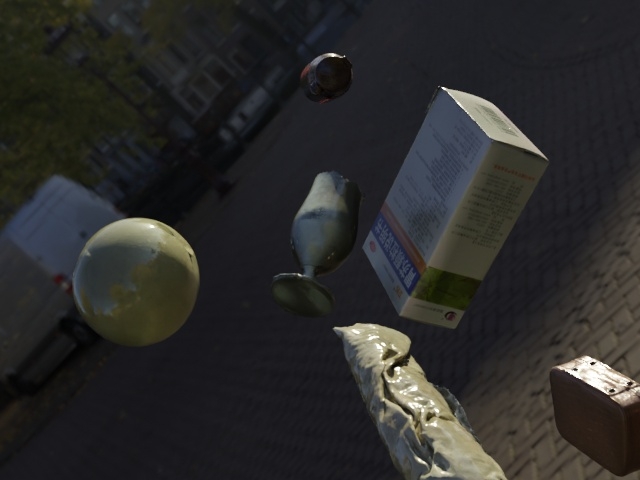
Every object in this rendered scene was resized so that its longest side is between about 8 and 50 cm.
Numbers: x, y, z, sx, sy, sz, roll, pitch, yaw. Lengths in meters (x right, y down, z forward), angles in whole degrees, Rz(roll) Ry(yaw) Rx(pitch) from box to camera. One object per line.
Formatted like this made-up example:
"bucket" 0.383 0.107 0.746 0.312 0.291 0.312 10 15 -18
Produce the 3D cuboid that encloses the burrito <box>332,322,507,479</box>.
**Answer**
"burrito" 0.112 0.196 1.138 0.392 0.117 0.076 -124 46 -63

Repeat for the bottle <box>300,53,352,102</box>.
"bottle" 0.007 -0.197 1.228 0.060 0.060 0.164 -46 8 0

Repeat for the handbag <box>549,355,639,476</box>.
"handbag" 0.438 0.274 1.554 0.072 0.151 0.193 -15 17 -20

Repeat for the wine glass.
"wine glass" 0.000 0.000 1.474 0.103 0.103 0.222 -33 30 45

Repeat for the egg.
"egg" -0.318 0.070 1.744 0.219 0.219 0.269 -46 20 1

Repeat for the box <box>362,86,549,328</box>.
"box" 0.191 -0.049 1.500 0.299 0.106 0.200 -66 25 23
